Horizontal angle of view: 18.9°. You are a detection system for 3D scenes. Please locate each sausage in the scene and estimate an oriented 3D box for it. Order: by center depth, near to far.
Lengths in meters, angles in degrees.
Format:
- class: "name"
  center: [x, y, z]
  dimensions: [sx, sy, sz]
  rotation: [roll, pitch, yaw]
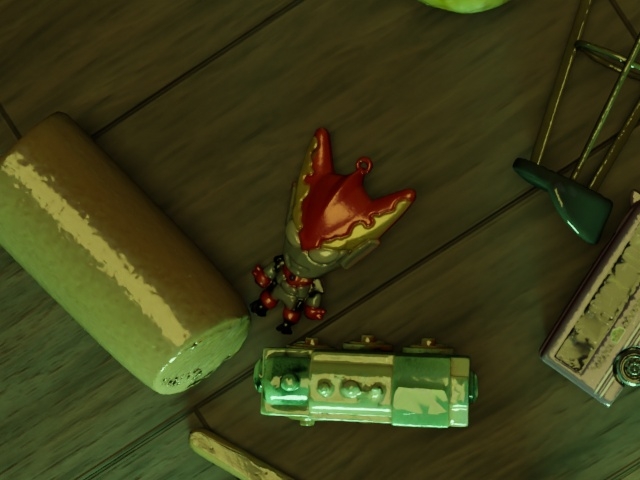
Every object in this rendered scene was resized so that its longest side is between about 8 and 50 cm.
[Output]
- class: "sausage"
  center: [-0.173, 0.018, 1.641]
  dimensions: [0.253, 0.123, 0.123]
  rotation: [44, 95, 2]
- class: "sausage"
  center: [-0.066, 0.199, 1.688]
  dimensions: [0.116, 0.026, 0.026]
  rotation: [29, 95, 4]

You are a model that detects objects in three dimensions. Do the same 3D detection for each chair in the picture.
- class: "chair"
  center: [0.231, -0.114, 1.619]
  dimensions: [0.095, 0.104, 0.221]
  rotation: [21, 90, 30]

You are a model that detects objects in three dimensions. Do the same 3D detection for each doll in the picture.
- class: "doll"
  center: [0.000, 0.000, 1.660]
  dimensions: [0.109, 0.057, 0.169]
  rotation: [35, 109, 20]

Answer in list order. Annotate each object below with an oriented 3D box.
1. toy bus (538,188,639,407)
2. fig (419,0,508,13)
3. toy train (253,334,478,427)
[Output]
- class: "toy bus"
  center: [0.263, 0.046, 1.620]
  dimensions: [0.098, 0.087, 0.178]
  rotation: [34, 97, 9]
- class: "fig"
  center: [0.094, -0.265, 1.543]
  dimensions: [0.159, 0.257, 0.159]
  rotation: [2, 97, 20]
- class: "toy train"
  center: [0.037, 0.121, 1.626]
  dimensions: [0.194, 0.125, 0.081]
  rotation: [2, 89, 5]
